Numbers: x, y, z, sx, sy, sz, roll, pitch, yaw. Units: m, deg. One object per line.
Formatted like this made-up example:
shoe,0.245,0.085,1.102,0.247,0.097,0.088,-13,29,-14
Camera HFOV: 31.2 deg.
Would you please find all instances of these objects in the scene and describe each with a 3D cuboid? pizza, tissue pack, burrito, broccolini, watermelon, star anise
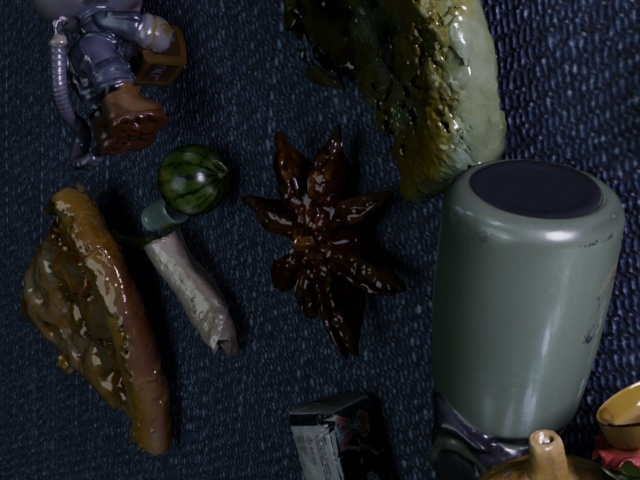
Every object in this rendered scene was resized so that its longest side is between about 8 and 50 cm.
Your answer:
pizza,-0.377,0.097,1.864,0.435,0.080,0.392,34,133,34
tissue pack,0.032,0.282,1.431,0.103,0.090,0.170,-13,94,54
burrito,-0.182,0.068,1.649,0.060,0.087,0.226,-36,71,6
broccolini,-0.330,-0.014,1.855,0.254,0.071,0.057,7,66,44
watermelon,-0.168,-0.083,1.559,0.109,0.109,0.109,22,119,47
star anise,0.000,0.001,1.377,0.288,0.088,0.288,26,124,46

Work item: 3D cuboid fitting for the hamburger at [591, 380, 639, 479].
hamburger,0.321,0.186,0.965,0.175,0.175,0.137,-15,97,53

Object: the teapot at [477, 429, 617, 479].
teapot,0.223,0.305,1.009,0.167,0.203,0.311,4,115,61

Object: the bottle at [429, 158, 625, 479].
bottle,0.184,0.106,1.108,0.168,0.168,0.347,30,126,43

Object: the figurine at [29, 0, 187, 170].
figurine,-0.296,-0.313,1.574,0.261,0.186,0.382,-37,68,45

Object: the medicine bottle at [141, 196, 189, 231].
medicine bottle,-0.228,-0.040,1.688,0.083,0.047,0.047,-20,86,54

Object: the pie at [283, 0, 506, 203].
pie,0.067,-0.215,1.184,0.371,0.078,0.296,51,150,32
